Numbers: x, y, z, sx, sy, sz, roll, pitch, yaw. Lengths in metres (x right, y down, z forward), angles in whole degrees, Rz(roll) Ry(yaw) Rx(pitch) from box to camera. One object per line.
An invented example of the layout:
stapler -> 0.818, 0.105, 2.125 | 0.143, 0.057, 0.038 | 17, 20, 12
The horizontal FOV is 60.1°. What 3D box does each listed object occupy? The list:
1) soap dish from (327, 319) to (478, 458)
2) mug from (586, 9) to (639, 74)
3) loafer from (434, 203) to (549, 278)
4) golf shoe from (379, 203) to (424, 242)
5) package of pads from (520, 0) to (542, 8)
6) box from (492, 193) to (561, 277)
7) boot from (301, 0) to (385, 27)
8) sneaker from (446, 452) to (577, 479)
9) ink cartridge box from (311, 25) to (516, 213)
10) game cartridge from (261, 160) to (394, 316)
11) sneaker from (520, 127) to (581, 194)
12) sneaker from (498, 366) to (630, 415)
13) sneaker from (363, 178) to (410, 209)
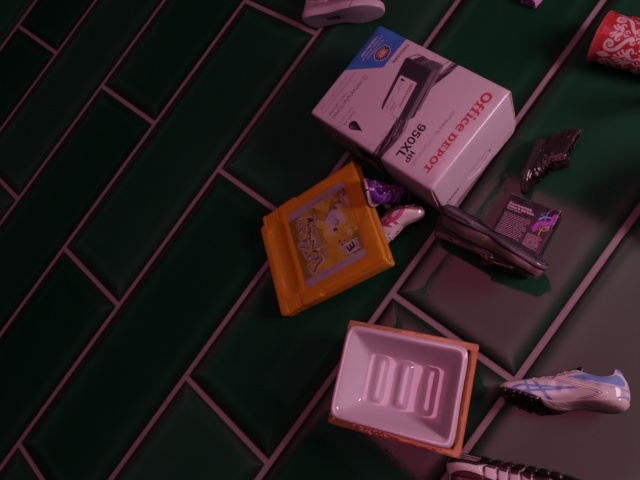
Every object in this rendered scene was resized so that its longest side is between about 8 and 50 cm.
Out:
soap dish -> 0.178, 0.311, 1.188 | 0.291, 0.118, 0.229 | 7, 76, 25
mug -> 0.705, -0.438, 1.215 | 0.169, 0.113, 0.150 | 32, 89, 26
loafer -> 0.363, 0.016, 1.203 | 0.267, 0.096, 0.084 | 39, 112, 37
golf shoe -> 0.170, -0.032, 1.341 | 0.186, 0.067, 0.086 | -18, 72, 28
package of pads -> 0.547, -0.630, 1.391 | 0.083, 0.032, 0.050 | -49, 58, 2
box -> 0.444, -0.012, 1.231 | 0.116, 0.029, 0.162 | 27, 87, 29
boot -> 0.066, -0.696, 1.587 | 0.258, 0.095, 0.123 | 5, 82, 26
sneaker -> 0.376, 0.518, 1.054 | 0.281, 0.106, 0.162 | 1, 80, 34
ink cartridge box -> 0.223, -0.297, 1.345 | 0.395, 0.166, 0.285 | 39, 91, 29
game cartridge -> 0.000, 0.000, 1.373 | 0.323, 0.052, 0.285 | -29, 62, 25
sneaker -> 0.516, -0.176, 1.241 | 0.089, 0.051, 0.170 | 16, 77, 32
sneaker -> 0.476, 0.294, 1.093 | 0.237, 0.085, 0.086 | -6, 44, 26
sneaker -> 0.158, -0.117, 1.308 | 0.071, 0.170, 0.068 | -19, 76, 34
